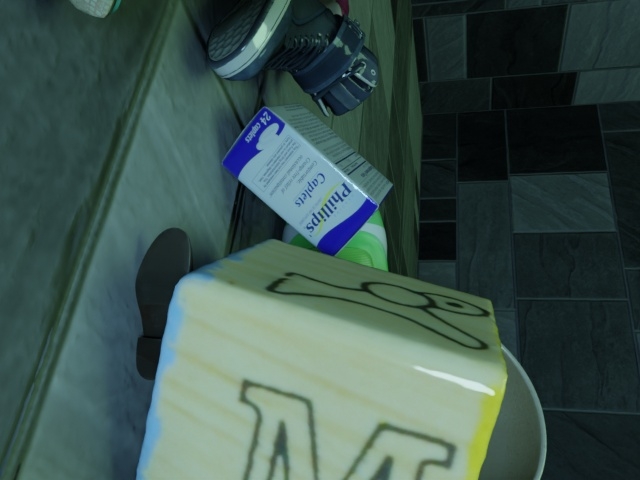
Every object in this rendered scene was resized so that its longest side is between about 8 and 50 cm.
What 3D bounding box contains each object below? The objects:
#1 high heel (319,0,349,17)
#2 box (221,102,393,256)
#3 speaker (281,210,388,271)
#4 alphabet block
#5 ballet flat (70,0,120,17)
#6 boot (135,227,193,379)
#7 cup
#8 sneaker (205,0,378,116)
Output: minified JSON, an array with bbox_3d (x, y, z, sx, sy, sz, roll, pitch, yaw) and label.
[{"bbox_3d":[0.006,-0.259,0.799,0.117,0.082,0.244,56,21,-49],"label":"high heel"},{"bbox_3d":[-0.007,-0.063,0.597,0.072,0.137,0.126,-49,179,19],"label":"box"},{"bbox_3d":[0.014,0.110,0.709,0.131,0.131,0.296,31,59,-74],"label":"speaker"},{"bbox_3d":[0.007,0.123,0.438,0.192,0.197,0.193,-32,136,-73],"label":"alphabet block"},{"bbox_3d":[-0.135,-0.194,0.295,0.052,0.057,0.168,-13,100,-46],"label":"ballet flat"},{"bbox_3d":[-0.093,0.046,0.456,0.114,0.037,0.106,10,92,-73],"label":"boot"},{"bbox_3d":[0.154,0.310,0.988,0.237,0.331,0.331,114,-12,-54],"label":"cup"},{"bbox_3d":[-0.014,-0.172,0.581,0.163,0.086,0.226,49,33,-28],"label":"sneaker"}]
